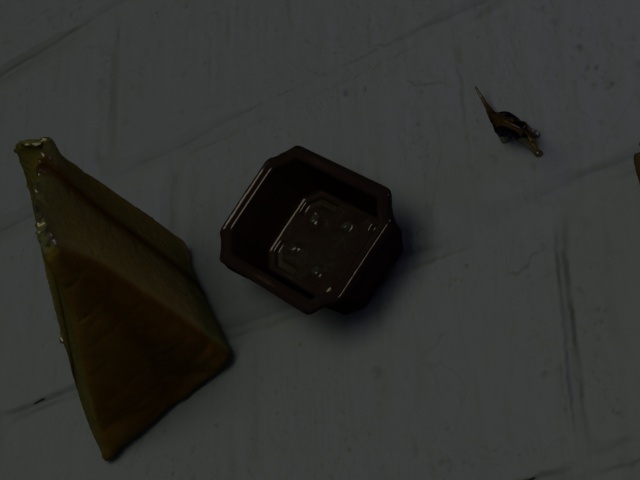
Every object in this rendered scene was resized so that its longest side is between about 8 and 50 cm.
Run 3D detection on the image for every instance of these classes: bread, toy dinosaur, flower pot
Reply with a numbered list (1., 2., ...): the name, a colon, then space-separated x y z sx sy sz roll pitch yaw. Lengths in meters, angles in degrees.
1. bread: -0.312 0.057 2.016 0.245 0.362 0.233 -37 46 12
2. toy dinosaur: 0.226 -0.132 1.918 0.037 0.058 0.180 -46 30 -4
3. flower pot: 0.000 0.000 1.991 0.251 0.084 0.179 29 84 48

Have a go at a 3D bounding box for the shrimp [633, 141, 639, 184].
1. shrimp: 0.464 -0.130 1.708 0.294 0.062 0.154 -38 57 18
